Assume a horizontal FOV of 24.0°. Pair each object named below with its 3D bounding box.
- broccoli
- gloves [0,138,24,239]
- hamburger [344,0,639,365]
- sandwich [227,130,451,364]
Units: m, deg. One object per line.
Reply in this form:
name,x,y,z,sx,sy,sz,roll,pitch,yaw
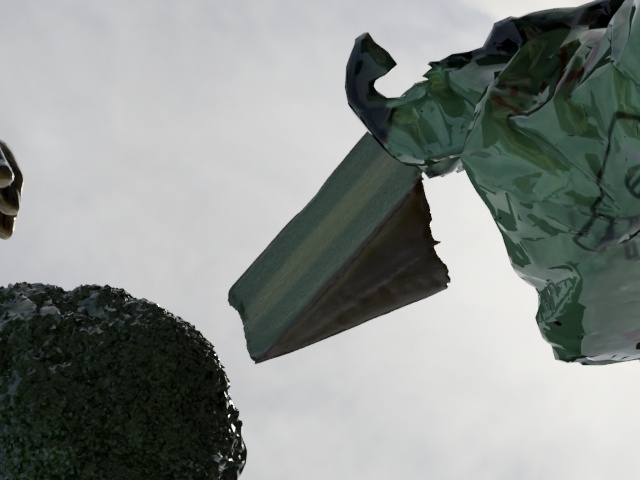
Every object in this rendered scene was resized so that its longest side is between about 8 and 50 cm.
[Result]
broccoli,-0.206,0.169,1.249,0.308,0.275,0.308,42,-157,-22
gloves,-0.412,-0.064,1.604,0.197,0.301,0.152,-8,-94,-41
hamburger,0.162,-0.018,0.606,0.260,0.276,0.151,7,-100,-34
sandwich,0.000,0.000,0.802,0.074,0.116,0.074,-120,10,-52
